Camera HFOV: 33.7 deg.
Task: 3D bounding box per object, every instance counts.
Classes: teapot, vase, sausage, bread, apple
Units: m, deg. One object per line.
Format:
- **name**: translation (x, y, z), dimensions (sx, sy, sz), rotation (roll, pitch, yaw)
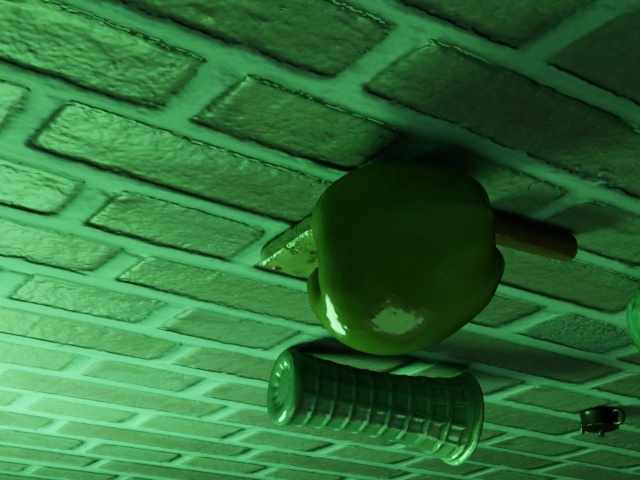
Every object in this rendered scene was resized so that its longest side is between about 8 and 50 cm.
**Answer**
- **teapot**: translation (0.486, 0.316, 1.824), dimensions (0.068, 0.045, 0.100), rotation (14, 153, -32)
- **vase**: translation (0.078, 0.238, 1.549), dimensions (0.299, 0.143, 0.143), rotation (14, 152, -21)
- **sausage**: translation (0.219, -0.004, 1.135), dimensions (0.147, 0.030, 0.035), rotation (12, 154, -25)
- **bread**: translation (0.000, 0.000, 1.149), dimensions (0.068, 0.028, 0.154), rotation (18, 148, -31)
- **apple**: translation (0.076, 0.014, 1.002), dimensions (0.200, 0.200, 0.200), rotation (0, 156, 0)

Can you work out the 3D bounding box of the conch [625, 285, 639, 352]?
- **conch**: translation (0.446, 0.089, 1.240), dimensions (0.188, 0.122, 0.176), rotation (-19, 170, 40)
